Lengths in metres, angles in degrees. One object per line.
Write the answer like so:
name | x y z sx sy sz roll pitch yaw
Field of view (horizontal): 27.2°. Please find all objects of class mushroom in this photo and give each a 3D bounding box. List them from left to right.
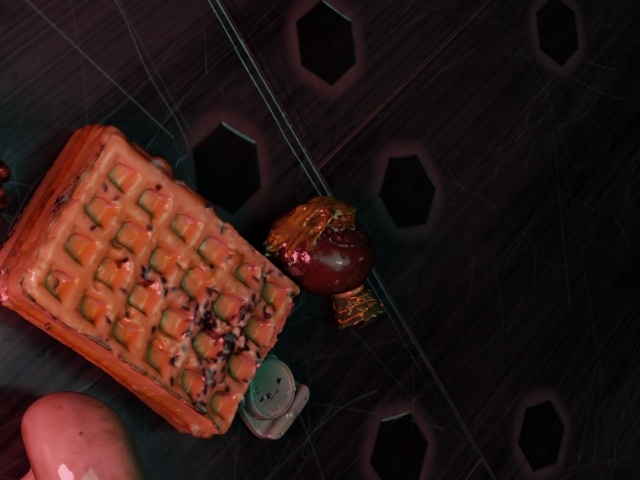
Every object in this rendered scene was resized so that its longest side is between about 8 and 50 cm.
mushroom | -0.302 0.284 1.573 0.206 0.209 0.206 48 31 -41

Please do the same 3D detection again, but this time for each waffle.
waffle | -0.217 0.062 1.685 0.376 0.114 0.261 44 60 -32

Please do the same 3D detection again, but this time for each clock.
clock | -0.081 0.205 1.847 0.135 0.041 0.101 54 55 -26

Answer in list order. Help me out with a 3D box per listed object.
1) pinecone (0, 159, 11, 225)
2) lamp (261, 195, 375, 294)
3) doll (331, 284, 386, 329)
pinecone | -0.450 -0.058 1.431 0.221 0.221 0.221 3 85 -42
lamp | 0.005 0.002 1.855 0.157 0.156 0.134 -66 177 -71
doll | 0.037 0.081 1.963 0.113 0.077 0.078 53 39 8
